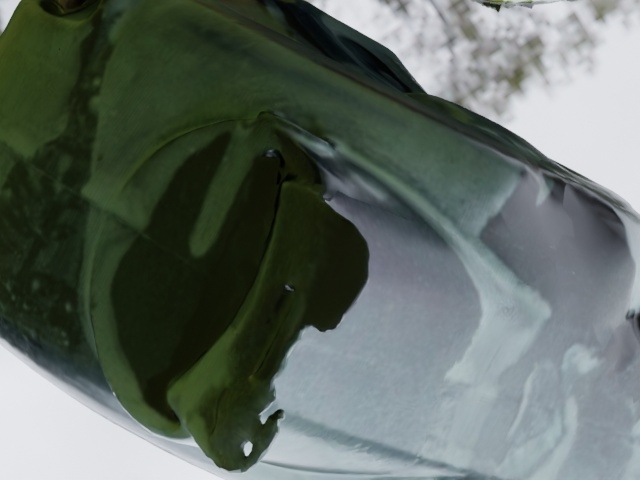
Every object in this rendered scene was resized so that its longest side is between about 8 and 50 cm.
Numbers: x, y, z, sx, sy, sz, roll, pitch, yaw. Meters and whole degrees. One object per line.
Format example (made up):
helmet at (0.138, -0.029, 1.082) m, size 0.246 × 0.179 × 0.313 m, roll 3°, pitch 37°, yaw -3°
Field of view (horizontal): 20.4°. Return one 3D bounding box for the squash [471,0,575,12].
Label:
squash at (0.104, -0.219, 0.885) m, size 0.220 × 0.220 × 0.133 m, roll -34°, pitch -173°, yaw 5°

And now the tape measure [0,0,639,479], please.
tape measure at (0.000, 0.000, 0.635) m, size 0.275 × 0.256 × 0.147 m, roll 34°, pitch -81°, yaw 46°
